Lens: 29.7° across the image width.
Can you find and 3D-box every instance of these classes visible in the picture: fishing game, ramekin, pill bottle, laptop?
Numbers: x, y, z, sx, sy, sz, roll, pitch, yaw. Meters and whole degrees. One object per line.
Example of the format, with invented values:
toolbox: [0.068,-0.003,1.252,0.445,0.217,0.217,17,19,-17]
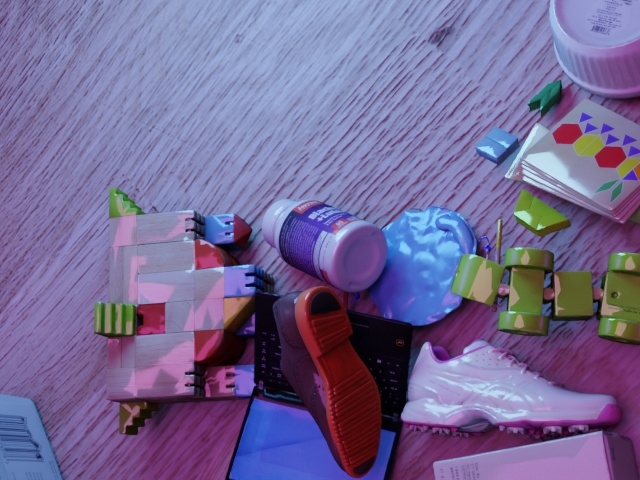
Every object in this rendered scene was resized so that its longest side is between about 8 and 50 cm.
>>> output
fishing game: [0.149,0.038,1.762,0.264,0.041,0.189,-10,66,31]
ramekin: [0.411,-0.309,1.645,0.207,0.109,0.207,-10,66,23]
pill bottle: [0.000,0.000,1.794,0.193,0.108,0.108,24,90,48]
laptop: [-0.006,0.234,1.704,0.234,0.136,0.264,11,122,14]

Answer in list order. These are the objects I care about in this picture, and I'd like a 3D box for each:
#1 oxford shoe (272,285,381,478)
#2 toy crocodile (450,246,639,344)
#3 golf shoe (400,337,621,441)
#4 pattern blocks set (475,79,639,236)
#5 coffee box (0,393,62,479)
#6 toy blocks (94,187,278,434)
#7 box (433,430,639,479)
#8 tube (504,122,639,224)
oxford shoe: [0.008,0.196,1.659,0.098,0.097,0.271,-11,96,46]
toy crocodile: [0.342,0.075,1.599,0.341,0.105,0.115,4,81,8]
golf shoe: [0.252,0.199,1.628,0.306,0.115,0.140,-2,73,28]
pattern blocks set: [0.378,-0.107,1.622,0.285,0.026,0.325,-35,47,-7]
coffee box: [-0.630,0.457,1.904,0.334,0.338,0.337,-35,64,17]
toy blocks: [-0.190,0.101,1.868,0.261,0.191,0.381,-5,76,15]
box: [0.284,0.331,1.556,0.232,0.148,0.126,-15,72,25]
tube: [0.372,-0.083,1.661,0.240,0.070,0.062,29,133,35]
